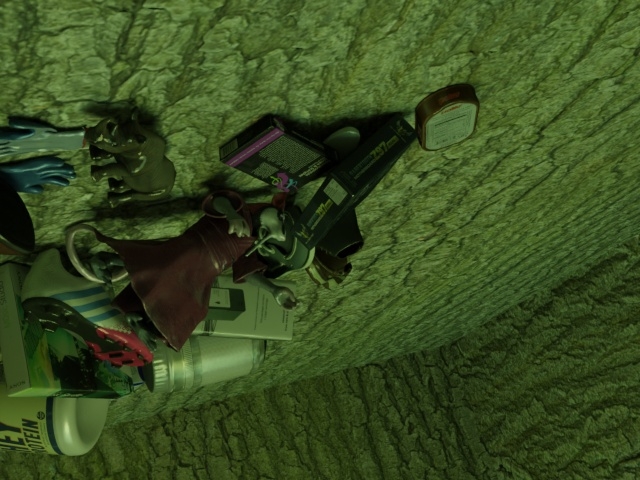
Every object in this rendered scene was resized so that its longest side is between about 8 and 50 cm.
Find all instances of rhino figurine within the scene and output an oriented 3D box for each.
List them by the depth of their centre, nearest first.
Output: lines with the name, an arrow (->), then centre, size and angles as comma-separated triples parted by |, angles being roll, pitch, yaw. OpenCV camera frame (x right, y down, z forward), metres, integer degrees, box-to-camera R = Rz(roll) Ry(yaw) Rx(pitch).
rhino figurine -> -0.265, -0.117, 1.167 | 0.106, 0.073, 0.243 | -13, 161, -4

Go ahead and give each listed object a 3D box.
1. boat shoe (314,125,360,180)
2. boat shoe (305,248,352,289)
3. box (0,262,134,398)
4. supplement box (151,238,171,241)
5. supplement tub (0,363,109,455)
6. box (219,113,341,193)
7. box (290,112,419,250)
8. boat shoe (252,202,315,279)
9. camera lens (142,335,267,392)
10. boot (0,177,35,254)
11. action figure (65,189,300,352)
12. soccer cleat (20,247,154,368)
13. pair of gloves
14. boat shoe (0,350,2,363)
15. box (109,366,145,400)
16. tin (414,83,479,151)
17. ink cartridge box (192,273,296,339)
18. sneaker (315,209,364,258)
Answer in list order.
boat shoe -> 0.012, -0.151, 1.392 | 0.049, 0.040, 0.142 | 24, 137, -30
boat shoe -> 0.018, 0.046, 1.945 | 0.095, 0.095, 0.257 | -34, 167, 5
box -> -0.479, 0.179, 1.581 | 0.058, 0.232, 0.322 | -22, 163, 17
supplement box -> -0.298, 0.024, 1.618 | 0.098, 0.036, 0.062 | -5, 159, -33
supplement tub -> -0.623, 0.314, 1.730 | 0.325, 0.235, 0.235 | 2, 164, 6
box -> -0.062, -0.133, 1.333 | 0.116, 0.029, 0.162 | -29, 144, 32
box -> 0.054, -0.097, 1.442 | 0.183, 0.059, 0.232 | -43, 176, -29
boat shoe -> -0.095, 0.016, 1.675 | 0.099, 0.116, 0.319 | -12, 168, -21
camera lens -> -0.276, 0.224, 1.944 | 0.274, 0.219, 0.219 | -11, 161, -22
boot -> -0.561, -0.009, 1.118 | 0.280, 0.096, 0.264 | -19, 161, 16
action figure -> -0.203, 0.024, 1.473 | 0.370, 0.276, 0.248 | -38, 135, -31
soccer cleat -> -0.408, 0.126, 1.543 | 0.116, 0.143, 0.331 | -11, 148, 22
pair of gloves -> -0.400, -0.109, 1.137 | 0.159, 0.023, 0.198 | -8, 160, -32
boat shoe -> -0.624, 0.178, 1.599 | 0.355, 0.130, 0.132 | 0, 155, -45
box -> -0.476, 0.295, 1.948 | 0.072, 0.126, 0.137 | -4, 158, -38
tin -> 0.218, -0.207, 1.443 | 0.106, 0.040, 0.189 | -23, 163, 0
ink cartridge box -> -0.215, 0.133, 1.695 | 0.289, 0.121, 0.211 | 6, 172, -14
sneaker -> 0.000, 0.000, 1.710 | 0.083, 0.118, 0.222 | -6, 159, -35
